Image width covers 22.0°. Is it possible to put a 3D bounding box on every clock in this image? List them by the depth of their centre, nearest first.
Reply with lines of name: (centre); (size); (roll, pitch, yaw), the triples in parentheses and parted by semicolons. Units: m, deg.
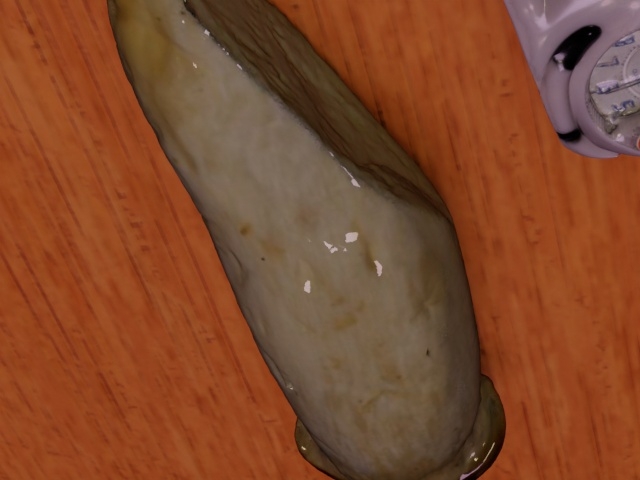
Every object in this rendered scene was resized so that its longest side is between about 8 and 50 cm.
clock: (0.123, -0.106, 0.582); (0.117, 0.080, 0.176); (-14, 132, 17)

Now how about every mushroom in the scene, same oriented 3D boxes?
mushroom: (0.004, 0.000, 0.702); (0.107, 0.087, 0.333); (-8, 133, 14)
